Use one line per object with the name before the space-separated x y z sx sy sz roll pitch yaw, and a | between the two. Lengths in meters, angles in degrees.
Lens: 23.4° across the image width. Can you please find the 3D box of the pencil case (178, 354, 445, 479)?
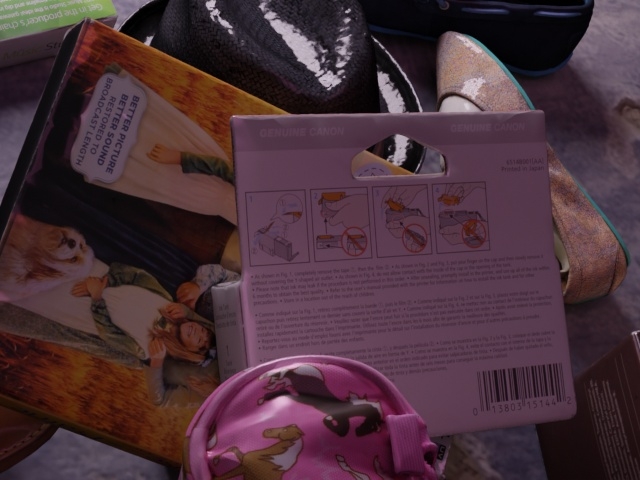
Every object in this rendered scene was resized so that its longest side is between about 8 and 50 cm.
pencil case | -0.024 0.237 1.133 0.167 0.386 0.160 38 59 16

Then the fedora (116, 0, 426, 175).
fedora | -0.045 -0.167 1.424 0.334 0.152 0.334 5 51 -7

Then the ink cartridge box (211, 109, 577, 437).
ink cartridge box | 0.058 0.030 1.247 0.296 0.066 0.261 -3 85 -27

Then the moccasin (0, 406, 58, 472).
moccasin | -0.380 0.130 1.178 0.380 0.147 0.139 2 64 -22

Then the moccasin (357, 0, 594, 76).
moccasin | 0.126 -0.284 1.615 0.342 0.117 0.138 12 53 -19

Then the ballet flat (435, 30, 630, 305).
ballet flat | 0.186 -0.070 1.546 0.106 0.107 0.316 -30 77 -24

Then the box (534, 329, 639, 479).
box | 0.323 0.192 1.402 0.168 0.203 0.167 0 64 -23

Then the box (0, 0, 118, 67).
box | -0.362 -0.306 1.471 0.232 0.058 0.322 -17 70 -29

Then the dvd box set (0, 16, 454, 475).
dvd box set | -0.062 0.045 1.259 0.420 0.062 0.308 25 73 -22
